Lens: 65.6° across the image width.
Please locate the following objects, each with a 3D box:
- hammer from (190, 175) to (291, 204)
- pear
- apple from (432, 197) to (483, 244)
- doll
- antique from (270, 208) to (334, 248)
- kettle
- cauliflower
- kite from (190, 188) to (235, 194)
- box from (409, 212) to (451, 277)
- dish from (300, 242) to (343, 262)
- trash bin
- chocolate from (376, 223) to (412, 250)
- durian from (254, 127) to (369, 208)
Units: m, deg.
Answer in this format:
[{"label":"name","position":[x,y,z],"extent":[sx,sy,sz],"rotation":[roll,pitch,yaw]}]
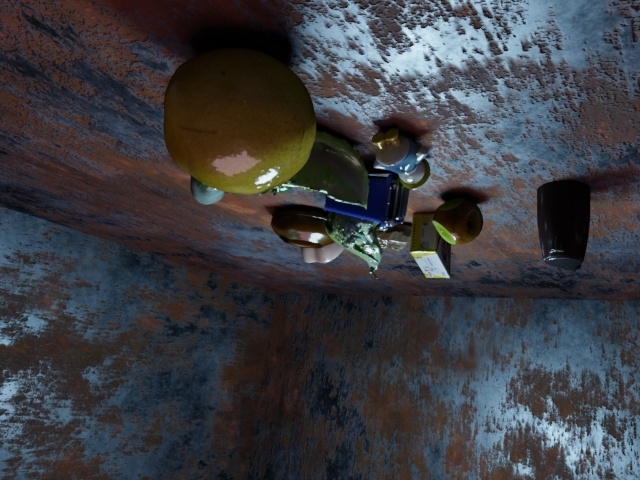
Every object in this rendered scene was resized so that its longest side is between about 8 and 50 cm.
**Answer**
[{"label":"hammer","position":[-0.262,-0.184,1.655],"extent":[0.335,0.119,0.206],"rotation":[4,168,-13]},{"label":"pear","position":[-0.162,-0.241,1.028],"extent":[0.313,0.315,0.314],"rotation":[7,165,2]},{"label":"apple","position":[0.448,-0.058,1.636],"extent":[0.147,0.163,0.147],"rotation":[5,127,55]},{"label":"doll","position":[0.221,-0.208,1.316],"extent":[0.135,0.099,0.241],"rotation":[-41,146,16]},{"label":"antique","position":[-0.064,-0.047,2.002],"extent":[0.277,0.129,0.223],"rotation":[10,168,2]},{"label":"kettle","position":[0.716,-0.032,1.458],"extent":[0.143,0.233,0.202],"rotation":[-3,162,38]},{"label":"cauliflower","position":[0.149,-0.015,1.762],"extent":[0.256,0.239,0.316],"rotation":[-12,112,57]},{"label":"kite","position":[-0.405,-0.191,1.866],"extent":[0.189,0.010,0.159],"rotation":[8,167,6]},{"label":"box","position":[0.425,0.024,1.894],"extent":[0.097,0.169,0.265],"rotation":[-3,152,25]},{"label":"dish","position":[0.000,0.000,2.150],"extent":[0.213,0.213,0.091],"rotation":[-1,130,30]},{"label":"trash bin","position":[0.136,-0.131,1.487],"extent":[0.234,0.163,0.184],"rotation":[11,-168,21]},{"label":"chocolate","position":[0.267,-0.018,2.001],"extent":[0.213,0.093,0.148],"rotation":[12,169,-3]},{"label":"durian","position":[-0.010,-0.189,1.300],"extent":[0.355,0.170,0.157],"rotation":[4,143,-34]}]
